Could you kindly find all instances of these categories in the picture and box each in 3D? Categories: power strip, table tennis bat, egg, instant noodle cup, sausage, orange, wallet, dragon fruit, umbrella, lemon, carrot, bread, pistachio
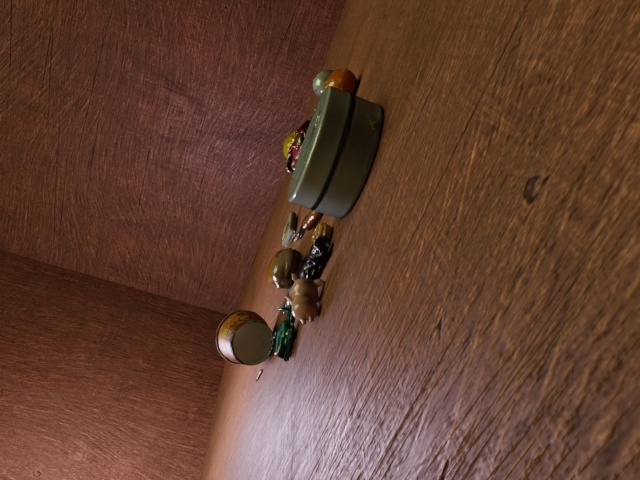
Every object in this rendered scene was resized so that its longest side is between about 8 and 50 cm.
[{"bbox_3d":[0.029,-0.233,1.398,0.357,0.161,0.358,-162,90,-80],"label":"power strip"},{"bbox_3d":[-0.078,-0.042,2.057,0.158,0.014,0.095,125,159,-54],"label":"table tennis bat"},{"bbox_3d":[0.037,-0.719,2.314,0.164,0.131,0.131,-50,-7,-42],"label":"egg"},{"bbox_3d":[-0.275,0.376,1.904,0.172,0.215,0.216,-8,65,69],"label":"instant noodle cup"},{"bbox_3d":[-0.159,0.113,1.972,0.328,0.112,0.112,138,149,-71],"label":"sausage"},{"bbox_3d":[0.073,-0.566,1.859,0.135,0.117,0.136,-166,90,-74],"label":"orange"},{"bbox_3d":[-0.141,-0.049,2.332,0.155,0.039,0.110,-89,23,-56],"label":"wallet"},{"bbox_3d":[-0.005,-0.312,1.694,0.198,0.218,0.273,42,118,28],"label":"dragon fruit"},{"bbox_3d":[-0.029,0.086,1.470,0.066,0.059,0.236,-49,-13,-48],"label":"umbrella"},{"bbox_3d":[-0.081,-0.416,2.270,0.193,0.180,0.181,140,146,-72],"label":"lemon"},{"bbox_3d":[-0.027,-0.081,1.759,0.139,0.048,0.048,130,156,-62],"label":"carrot"},{"bbox_3d":[0.000,0.000,1.495,0.111,0.044,0.083,117,162,-49],"label":"bread"},{"bbox_3d":[-0.113,0.097,1.760,0.149,0.113,0.113,-68,7,-30],"label":"pistachio"}]

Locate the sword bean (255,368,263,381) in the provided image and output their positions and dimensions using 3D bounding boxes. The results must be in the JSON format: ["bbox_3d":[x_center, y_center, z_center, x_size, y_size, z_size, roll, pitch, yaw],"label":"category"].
[{"bbox_3d":[-0.239,0.525,1.959,0.012,0.012,0.083,-84,17,-48],"label":"sword bean"}]

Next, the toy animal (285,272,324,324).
[{"bbox_3d":[-0.039,0.158,1.343,0.089,0.083,0.150,-46,37,40],"label":"toy animal"}]

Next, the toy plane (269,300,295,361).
[{"bbox_3d":[-0.105,0.272,1.551,0.096,0.060,0.235,-49,28,48],"label":"toy plane"}]

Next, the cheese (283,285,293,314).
[{"bbox_3d":[-0.097,0.197,1.681,0.145,0.038,0.095,120,164,-47],"label":"cheese"}]
